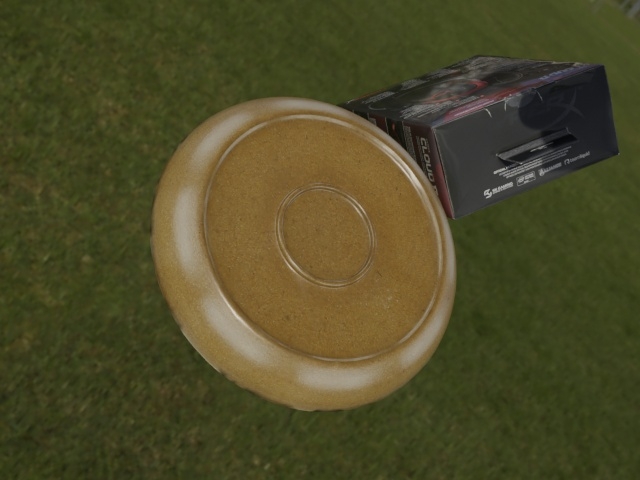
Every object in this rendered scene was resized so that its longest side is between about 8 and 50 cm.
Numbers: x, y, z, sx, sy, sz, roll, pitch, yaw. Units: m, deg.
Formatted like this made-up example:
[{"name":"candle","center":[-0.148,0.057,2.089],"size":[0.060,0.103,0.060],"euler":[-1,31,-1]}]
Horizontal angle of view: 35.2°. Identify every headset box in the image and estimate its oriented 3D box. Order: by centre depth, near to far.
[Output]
[{"name":"headset box","center":[0.178,-0.127,1.158],"size":[0.293,0.218,0.110],"euler":[28,-43,65]}]

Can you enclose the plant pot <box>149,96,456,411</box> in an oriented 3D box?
[{"name":"plant pot","center":[0.000,0.000,0.706],"size":[0.236,0.032,0.236],"euler":[10,67,-23]}]
